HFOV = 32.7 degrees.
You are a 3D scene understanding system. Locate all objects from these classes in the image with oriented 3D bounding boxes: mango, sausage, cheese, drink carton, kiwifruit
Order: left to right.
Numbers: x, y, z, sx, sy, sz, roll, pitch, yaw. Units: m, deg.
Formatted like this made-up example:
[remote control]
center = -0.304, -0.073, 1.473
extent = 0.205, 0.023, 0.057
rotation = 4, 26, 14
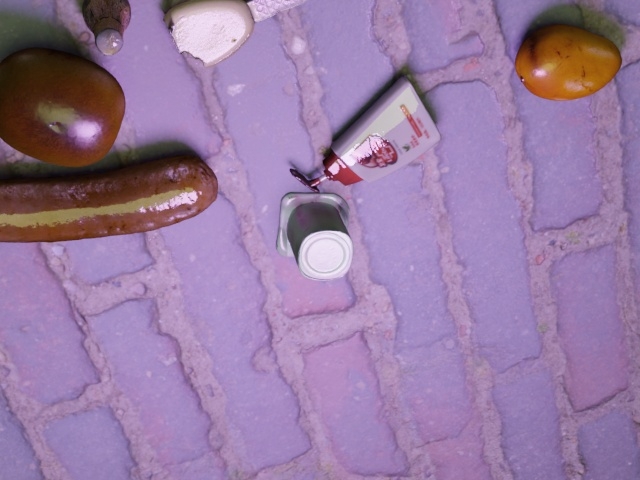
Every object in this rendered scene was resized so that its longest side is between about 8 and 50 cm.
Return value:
[kiwifruit]
center = -0.458, -0.231, 1.875
extent = 0.234, 0.196, 0.196
rotation = 24, 110, -16
[sausage]
center = -0.435, -0.065, 1.999
extent = 0.501, 0.123, 0.136
rotation = -8, 137, -9
[cheese]
center = -0.143, -0.394, 1.937
extent = 0.255, 0.050, 0.127
rotation = -21, 120, -1
[drink carton]
center = 0.000, 0.000, 2.126
extent = 0.144, 0.142, 0.146
rotation = 0, 115, -14
[mango]
center = 0.475, -0.336, 2.072
extent = 0.219, 0.112, 0.144
rotation = -1, 114, -17

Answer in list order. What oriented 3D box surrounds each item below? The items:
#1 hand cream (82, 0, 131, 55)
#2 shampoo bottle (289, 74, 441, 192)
[hand cream]
center = -0.353, -0.360, 1.820
extent = 0.084, 0.203, 0.084
rotation = -6, 117, -11
[shampoo bottle]
center = 0.083, -0.177, 2.090
extent = 0.284, 0.071, 0.153
rotation = -34, 120, 5
